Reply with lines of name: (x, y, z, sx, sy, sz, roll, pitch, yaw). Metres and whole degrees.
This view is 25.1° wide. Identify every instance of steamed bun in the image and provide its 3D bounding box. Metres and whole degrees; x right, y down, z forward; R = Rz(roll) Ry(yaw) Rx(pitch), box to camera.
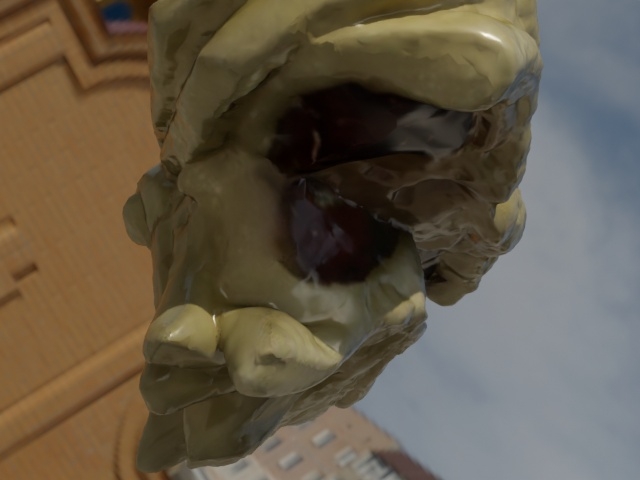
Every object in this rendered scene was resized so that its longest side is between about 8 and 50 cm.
steamed bun: (0.000, 0.000, 0.723, 0.428, 0.247, 0.189, 80, -7, -76)
